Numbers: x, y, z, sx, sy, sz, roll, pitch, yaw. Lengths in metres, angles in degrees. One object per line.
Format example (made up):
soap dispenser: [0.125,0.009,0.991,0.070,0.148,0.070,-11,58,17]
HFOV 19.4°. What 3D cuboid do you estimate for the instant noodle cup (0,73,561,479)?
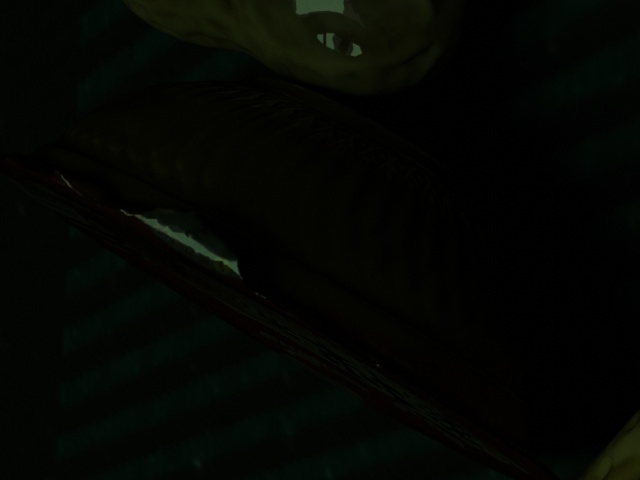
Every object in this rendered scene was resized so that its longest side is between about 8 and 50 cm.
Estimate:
instant noodle cup: [0.000,0.000,0.778,0.274,0.274,0.091,23,81,44]

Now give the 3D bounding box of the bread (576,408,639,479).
bread: [0.166,0.153,0.678,0.210,0.099,0.235,61,148,14]

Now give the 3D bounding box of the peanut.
peanut: [-0.025,-0.127,0.798,0.229,0.103,0.098,29,121,40]
